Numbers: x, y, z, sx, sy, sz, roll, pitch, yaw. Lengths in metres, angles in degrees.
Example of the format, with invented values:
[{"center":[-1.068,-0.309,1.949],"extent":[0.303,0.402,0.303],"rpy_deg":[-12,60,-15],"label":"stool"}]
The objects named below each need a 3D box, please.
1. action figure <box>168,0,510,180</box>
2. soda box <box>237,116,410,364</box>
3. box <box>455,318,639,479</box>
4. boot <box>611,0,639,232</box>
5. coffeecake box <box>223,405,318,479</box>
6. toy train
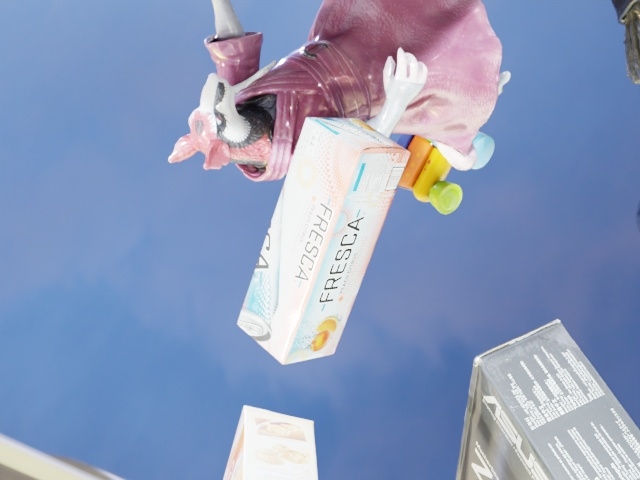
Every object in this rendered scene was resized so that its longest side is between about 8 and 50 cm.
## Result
[{"center":[-0.002,-0.153,1.104],"extent":[0.370,0.276,0.248],"rpy_deg":[-33,-115,-26],"label":"action figure"},{"center":[0.000,0.000,0.839],"extent":[0.063,0.058,0.183],"rpy_deg":[37,-63,36],"label":"soda box"},{"center":[0.252,0.308,0.925],"extent":[0.097,0.318,0.395],"rpy_deg":[-22,-123,-15],"label":"box"},{"center":[0.224,-0.126,0.695],"extent":[0.131,0.348,0.260],"rpy_deg":[-35,-104,-12],"label":"boot"},{"center":[-0.050,0.248,0.919],"extent":[0.185,0.068,0.142],"rpy_deg":[-99,-156,-70],"label":"coffeecake box"},{"center":[0.151,-0.080,1.645],"extent":[0.143,0.105,0.248],"rpy_deg":[42,-70,44],"label":"toy train"}]
